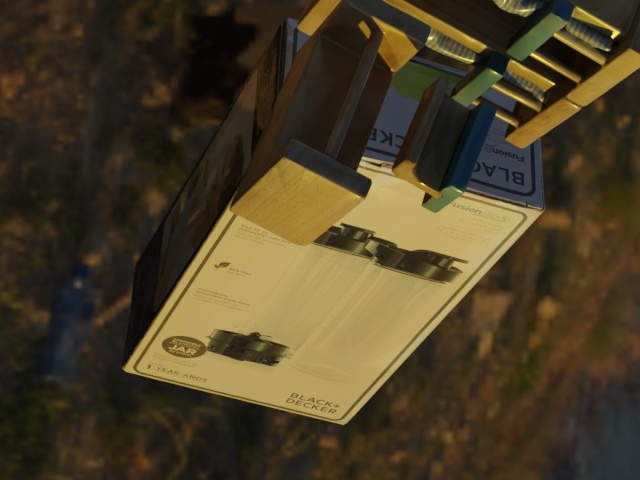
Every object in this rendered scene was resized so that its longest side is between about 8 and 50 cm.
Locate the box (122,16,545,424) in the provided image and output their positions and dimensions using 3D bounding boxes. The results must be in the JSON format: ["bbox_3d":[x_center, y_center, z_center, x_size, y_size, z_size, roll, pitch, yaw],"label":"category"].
[{"bbox_3d":[0.000,0.000,1.086,0.290,0.169,0.087,126,-26,-52],"label":"box"}]

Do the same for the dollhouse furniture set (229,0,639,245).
[{"bbox_3d":[0.052,-0.064,0.771,0.184,0.129,0.129,-67,-168,-23],"label":"dollhouse furniture set"}]
